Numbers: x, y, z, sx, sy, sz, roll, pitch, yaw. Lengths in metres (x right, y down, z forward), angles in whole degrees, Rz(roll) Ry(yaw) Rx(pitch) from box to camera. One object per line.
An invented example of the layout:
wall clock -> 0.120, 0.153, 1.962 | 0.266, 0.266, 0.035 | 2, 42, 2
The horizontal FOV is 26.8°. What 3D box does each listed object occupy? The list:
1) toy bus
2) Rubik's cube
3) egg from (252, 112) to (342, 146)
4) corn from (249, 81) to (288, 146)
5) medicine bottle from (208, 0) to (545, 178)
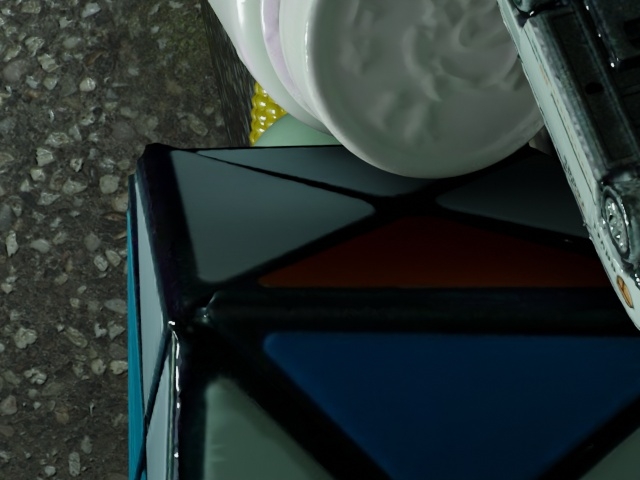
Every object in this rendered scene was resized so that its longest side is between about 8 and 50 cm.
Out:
toy bus -> 0.127, -0.048, 0.511 | 0.089, 0.087, 0.194 | 78, 175, -63
Rubik's cube -> 0.032, 0.095, 0.674 | 0.248, 0.250, 0.246 | -118, 29, -69
egg -> 0.025, -0.008, 0.963 | 0.231, 0.168, 0.168 | -118, 17, -52
corn -> 0.000, 0.000, 1.161 | 0.131, 0.131, 0.345 | -118, 27, -62
medicine bottle -> 0.026, -0.148, 0.733 | 0.293, 0.170, 0.170 | -119, 18, -64
